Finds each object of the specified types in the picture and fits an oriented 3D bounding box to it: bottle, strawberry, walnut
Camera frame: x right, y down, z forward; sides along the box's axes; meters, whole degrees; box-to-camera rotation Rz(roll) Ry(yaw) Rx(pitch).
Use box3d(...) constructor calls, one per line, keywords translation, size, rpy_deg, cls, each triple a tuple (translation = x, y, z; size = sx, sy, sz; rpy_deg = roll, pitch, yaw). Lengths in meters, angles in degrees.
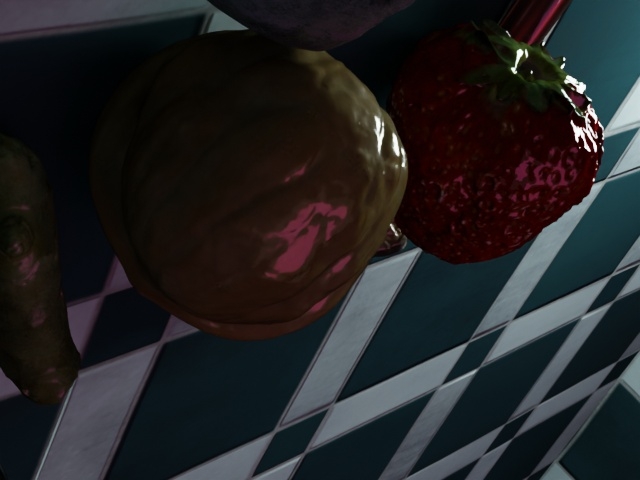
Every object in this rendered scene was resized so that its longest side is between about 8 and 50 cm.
box3d(translation=(0.258, -0.275, 1.494), size=(0.060, 0.060, 0.164), rpy_deg=(-5, 135, -54), cls="bottle")
box3d(translation=(0.174, -0.099, 1.425), size=(0.257, 0.257, 0.277), rpy_deg=(-8, 143, -52), cls="strawberry")
box3d(translation=(-0.065, -0.050, 1.124), size=(0.285, 0.285, 0.296), rpy_deg=(-36, -167, -16), cls="walnut")

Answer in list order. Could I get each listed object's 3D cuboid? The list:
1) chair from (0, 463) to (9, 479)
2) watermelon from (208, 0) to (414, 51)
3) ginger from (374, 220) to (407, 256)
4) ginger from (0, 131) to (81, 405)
box3d(translation=(-0.392, 0.314, 1.262), size=(0.226, 0.226, 0.401), rpy_deg=(-36, 156, -17), cls="chair")
box3d(translation=(-0.017, -0.248, 0.911), size=(0.188, 0.175, 0.322), rpy_deg=(1, 144, -34), cls="watermelon")
box3d(translation=(-0.002, 0.000, 1.537), size=(0.290, 0.084, 0.122), rpy_deg=(-2, 111, -51), cls="ginger")
box3d(translation=(-0.264, 0.030, 1.103), size=(0.089, 0.137, 0.290), rpy_deg=(0, 145, -2), cls="ginger")
